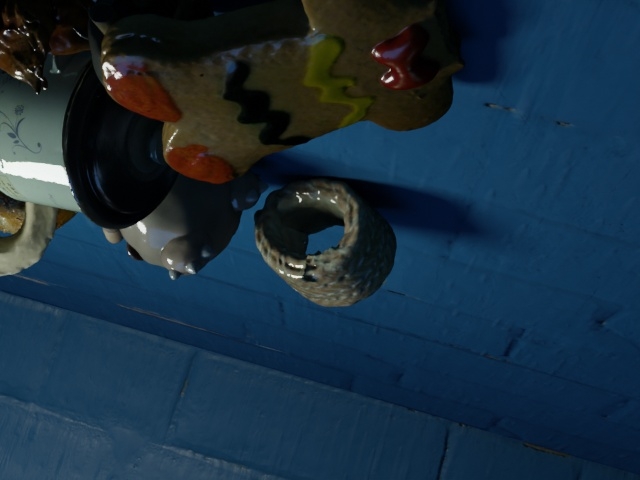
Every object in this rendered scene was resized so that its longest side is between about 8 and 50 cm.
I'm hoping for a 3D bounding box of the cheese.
[{"bbox_3d":[-0.617,-0.095,1.964,0.332,0.292,0.153,24,-176,-17],"label":"cheese"}]

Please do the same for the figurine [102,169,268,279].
[{"bbox_3d":[-0.290,-0.079,1.908,0.381,0.248,0.203,20,144,32],"label":"figurine"}]

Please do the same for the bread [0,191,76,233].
[{"bbox_3d":[-0.619,-0.108,2.185,0.306,0.158,0.305,15,162,5],"label":"bread"}]

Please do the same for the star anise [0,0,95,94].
[{"bbox_3d":[-0.396,-0.311,1.346,0.148,0.237,0.346,-31,142,10],"label":"star anise"}]

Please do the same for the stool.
[{"bbox_3d":[-0.183,-0.263,1.351,0.228,0.153,0.139,-16,161,-12],"label":"stool"}]

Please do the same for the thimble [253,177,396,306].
[{"bbox_3d":[0.006,-0.002,1.882,0.229,0.196,0.148,42,178,39],"label":"thimble"}]

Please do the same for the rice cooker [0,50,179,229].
[{"bbox_3d":[-0.333,-0.162,1.590,0.317,0.264,0.316,19,130,24],"label":"rice cooker"}]

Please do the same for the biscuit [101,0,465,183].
[{"bbox_3d":[-0.035,-0.189,1.272,0.394,0.076,0.368,-13,154,11],"label":"biscuit"}]
